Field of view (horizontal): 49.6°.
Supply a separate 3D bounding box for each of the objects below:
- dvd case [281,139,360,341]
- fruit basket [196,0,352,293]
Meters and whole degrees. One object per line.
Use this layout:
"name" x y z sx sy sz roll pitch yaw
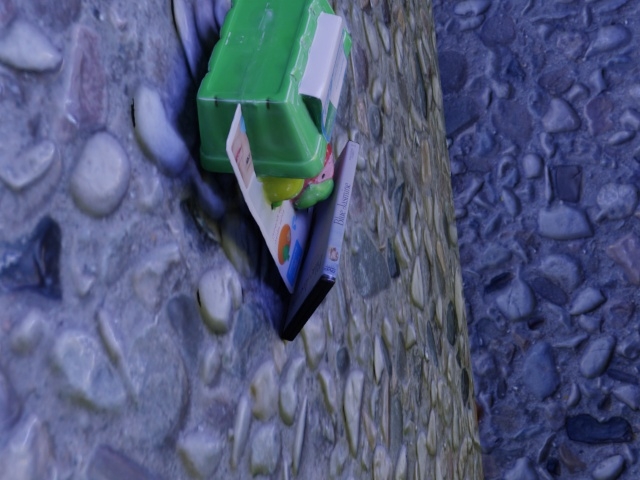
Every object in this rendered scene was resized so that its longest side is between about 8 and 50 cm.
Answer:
"dvd case" 0.000 0.000 1.005 0.180 0.022 0.253 123 -17 -51
"fruit basket" -0.029 -0.146 0.922 0.353 0.165 0.327 63 34 -55
